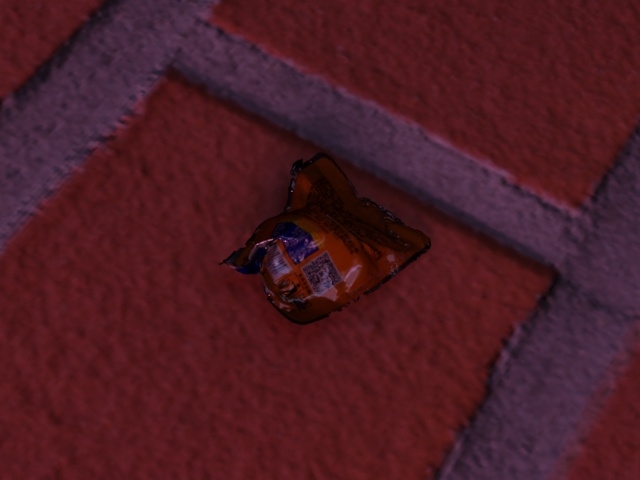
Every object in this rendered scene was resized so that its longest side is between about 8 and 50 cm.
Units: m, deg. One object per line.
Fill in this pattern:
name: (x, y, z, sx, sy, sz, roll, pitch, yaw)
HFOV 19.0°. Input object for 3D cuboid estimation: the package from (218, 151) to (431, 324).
package: (0.001, -0.001, 0.958, 0.077, 0.033, 0.111, 30, 46, 24)
